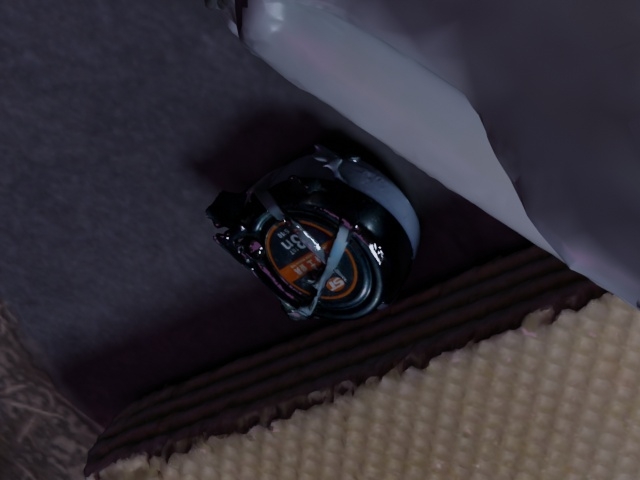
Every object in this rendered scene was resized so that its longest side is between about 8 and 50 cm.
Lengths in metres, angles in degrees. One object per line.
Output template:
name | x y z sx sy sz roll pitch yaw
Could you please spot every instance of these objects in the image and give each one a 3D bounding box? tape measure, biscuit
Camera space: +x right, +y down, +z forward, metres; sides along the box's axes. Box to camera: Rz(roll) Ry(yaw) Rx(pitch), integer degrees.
tape measure | 0.002 0.000 0.864 0.094 0.054 0.091 -19 118 44
biscuit | 0.060 0.098 0.899 0.426 0.078 0.144 -22 115 39

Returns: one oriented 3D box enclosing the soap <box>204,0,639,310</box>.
soap | 0.190 -0.033 0.517 0.435 0.350 0.213 33 96 -6
